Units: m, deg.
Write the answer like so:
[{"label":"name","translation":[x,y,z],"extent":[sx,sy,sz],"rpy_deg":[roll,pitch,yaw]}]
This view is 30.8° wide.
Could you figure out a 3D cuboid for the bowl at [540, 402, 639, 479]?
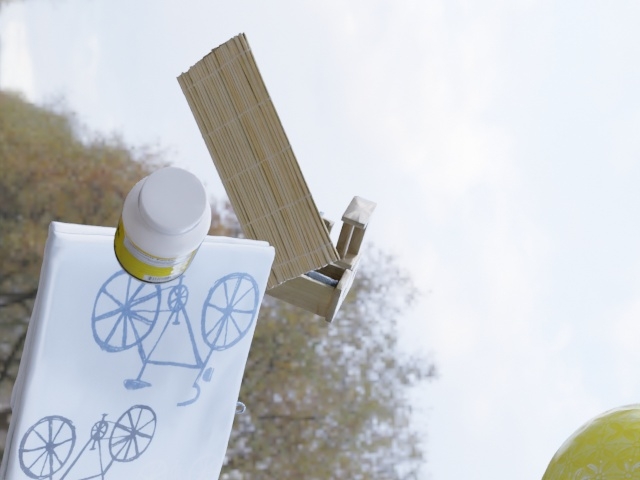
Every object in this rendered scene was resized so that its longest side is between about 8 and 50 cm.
[{"label":"bowl","translation":[0.335,0.323,1.204],"extent":[0.289,0.156,0.289],"rpy_deg":[5,-82,35]}]

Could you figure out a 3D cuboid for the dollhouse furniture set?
[{"label":"dollhouse furniture set","translation":[0.000,0.000,1.780],"extent":[0.129,0.129,0.183],"rpy_deg":[-59,168,-58]}]

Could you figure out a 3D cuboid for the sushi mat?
[{"label":"sushi mat","translation":[-0.085,-0.099,1.492],"extent":[0.151,0.019,0.316],"rpy_deg":[-26,-94,49]}]

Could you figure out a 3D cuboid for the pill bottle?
[{"label":"pill bottle","translation":[-0.116,-0.012,0.862],"extent":[0.116,0.065,0.065],"rpy_deg":[131,-45,-66]}]

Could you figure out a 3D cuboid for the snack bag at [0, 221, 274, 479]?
[{"label":"snack bag","translation":[-0.181,0.156,1.140],"extent":[0.037,0.323,0.342],"rpy_deg":[17,-82,33]}]
